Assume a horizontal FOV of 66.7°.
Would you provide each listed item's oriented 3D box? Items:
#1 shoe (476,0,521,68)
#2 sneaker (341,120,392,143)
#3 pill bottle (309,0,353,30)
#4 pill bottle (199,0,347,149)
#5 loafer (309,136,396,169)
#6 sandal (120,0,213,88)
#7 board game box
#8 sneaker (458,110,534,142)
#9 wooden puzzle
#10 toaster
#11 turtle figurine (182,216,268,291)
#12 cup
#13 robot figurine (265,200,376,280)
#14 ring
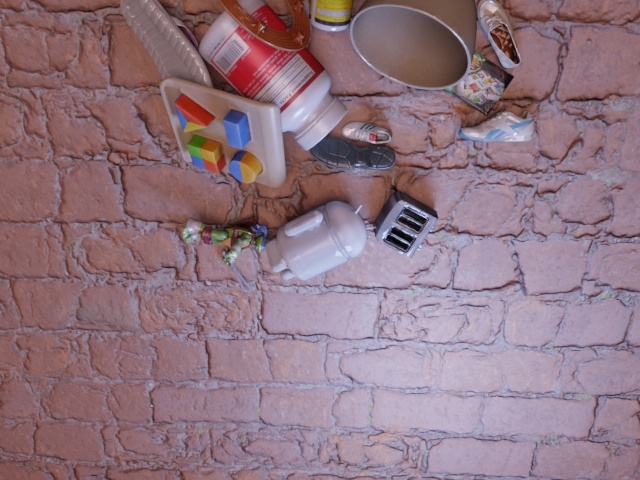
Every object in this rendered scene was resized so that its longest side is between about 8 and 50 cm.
[{"bbox_3d":[0.515,-0.594,1.389,0.077,0.058,0.219,-30,108,13],"label":"shoe"},{"bbox_3d":[0.146,-0.330,1.501,0.161,0.075,0.057,8,112,-1],"label":"sneaker"},{"bbox_3d":[0.036,-0.685,1.301,0.119,0.119,0.208,8,136,-1],"label":"pill bottle"},{"bbox_3d":[-0.121,-0.461,1.375,0.229,0.229,0.408,-41,106,16],"label":"pill bottle"},{"bbox_3d":[0.099,-0.261,1.530,0.268,0.084,0.096,9,89,2],"label":"loafer"},{"bbox_3d":[-0.414,-0.556,1.406,0.169,0.102,0.416,-24,102,43],"label":"sandal"},{"bbox_3d":[0.429,-0.497,1.449,0.260,0.030,0.136,29,112,-10],"label":"board game box"},{"bbox_3d":[0.534,-0.346,1.483,0.229,0.087,0.092,-4,106,-4],"label":"sneaker"},{"bbox_3d":[-0.281,-0.290,1.411,0.348,0.080,0.322,16,146,12],"label":"wooden puzzle"},{"bbox_3d":[0.272,-0.058,1.591,0.186,0.110,0.168,28,110,-9],"label":"toaster"},{"bbox_3d":[-0.325,0.043,1.609,0.266,0.198,0.274,19,108,-2],"label":"turtle figurine"},{"bbox_3d":[0.272,-0.597,1.286,0.331,0.331,0.236,24,80,-8],"label":"cup"},{"bbox_3d":[0.000,0.000,1.576,0.354,0.199,0.300,-27,150,13],"label":"robot figurine"},{"bbox_3d":[-0.151,-0.636,1.255,0.336,0.336,0.032,45,132,-15],"label":"ring"}]
